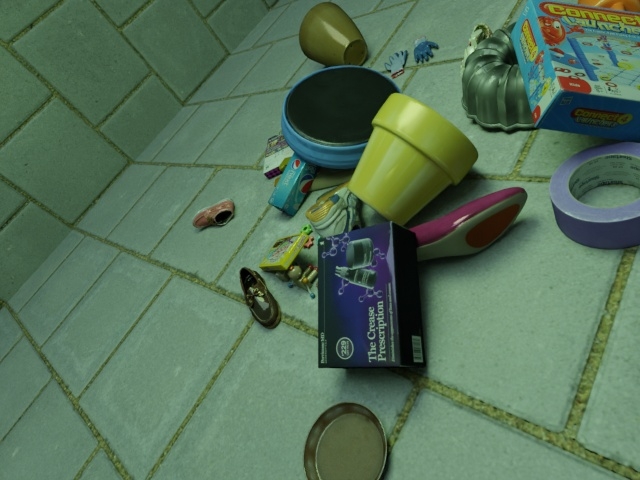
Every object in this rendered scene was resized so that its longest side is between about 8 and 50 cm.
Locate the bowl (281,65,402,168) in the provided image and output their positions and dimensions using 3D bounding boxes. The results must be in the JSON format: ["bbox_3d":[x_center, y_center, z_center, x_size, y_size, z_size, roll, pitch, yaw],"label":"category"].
[{"bbox_3d":[0.070,-0.391,1.279,0.390,0.077,0.392,-2,58,4],"label":"bowl"}]

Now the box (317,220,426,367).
[{"bbox_3d":[0.092,0.114,0.823,0.184,0.103,0.262,-15,67,38],"label":"box"}]

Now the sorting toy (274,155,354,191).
[{"bbox_3d":[-0.010,-0.262,1.368,0.306,0.041,0.229,-8,62,34],"label":"sorting toy"}]

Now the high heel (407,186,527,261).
[{"bbox_3d":[0.233,-0.032,0.900,0.377,0.127,0.182,-33,47,12],"label":"high heel"}]

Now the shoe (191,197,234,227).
[{"bbox_3d":[-0.387,-0.084,1.502,0.177,0.064,0.081,-28,35,8],"label":"shoe"}]

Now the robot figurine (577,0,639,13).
[{"bbox_3d":[0.705,-0.574,1.034,0.128,0.158,0.220,15,58,6],"label":"robot figurine"}]

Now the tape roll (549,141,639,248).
[{"bbox_3d":[0.523,-0.083,0.757,0.188,0.080,0.189,-22,43,22],"label":"tape roll"}]

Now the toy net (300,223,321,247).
[{"bbox_3d":[0.000,0.000,1.127,0.122,0.045,0.232,-30,40,12],"label":"toy net"}]

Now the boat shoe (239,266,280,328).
[{"bbox_3d":[-0.169,0.146,1.106,0.073,0.073,0.207,-40,40,-1],"label":"boat shoe"}]

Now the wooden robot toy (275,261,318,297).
[{"bbox_3d":[-0.056,0.081,1.070,0.173,0.079,0.076,16,65,46],"label":"wooden robot toy"}]

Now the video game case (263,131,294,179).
[{"bbox_3d":[-0.098,-0.345,1.532,0.231,0.042,0.211,-21,45,22],"label":"video game case"}]

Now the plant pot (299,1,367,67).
[{"bbox_3d":[0.075,-0.805,1.713,0.237,0.237,0.254,-39,55,1],"label":"plant pot"}]

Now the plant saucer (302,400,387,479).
[{"bbox_3d":[0.046,0.377,0.749,0.168,0.029,0.169,-22,43,22],"label":"plant saucer"}]

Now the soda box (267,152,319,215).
[{"bbox_3d":[-0.075,-0.187,1.304,0.071,0.067,0.210,24,85,40],"label":"soda box"}]

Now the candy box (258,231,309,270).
[{"bbox_3d":[-0.103,0.034,1.132,0.105,0.027,0.205,-58,17,-18],"label":"candy box"}]

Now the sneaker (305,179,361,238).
[{"bbox_3d":[0.053,-0.066,1.086,0.111,0.131,0.296,-25,13,29],"label":"sneaker"}]

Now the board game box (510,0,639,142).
[{"bbox_3d":[0.555,-0.328,0.808,0.307,0.086,0.302,7,57,-1],"label":"board game box"}]

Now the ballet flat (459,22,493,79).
[{"bbox_3d":[0.464,-0.566,1.261,0.091,0.077,0.241,-3,52,36],"label":"ballet flat"}]

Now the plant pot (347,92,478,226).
[{"bbox_3d":[0.195,-0.172,0.993,0.239,0.253,0.254,-53,38,9],"label":"plant pot"}]

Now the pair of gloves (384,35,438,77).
[{"bbox_3d":[0.324,-0.662,1.509,0.198,0.023,0.160,-21,45,24],"label":"pair of gloves"}]

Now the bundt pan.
[{"bbox_3d":[0.508,-0.435,1.043,0.330,0.124,0.331,-17,48,19],"label":"bundt pan"}]
